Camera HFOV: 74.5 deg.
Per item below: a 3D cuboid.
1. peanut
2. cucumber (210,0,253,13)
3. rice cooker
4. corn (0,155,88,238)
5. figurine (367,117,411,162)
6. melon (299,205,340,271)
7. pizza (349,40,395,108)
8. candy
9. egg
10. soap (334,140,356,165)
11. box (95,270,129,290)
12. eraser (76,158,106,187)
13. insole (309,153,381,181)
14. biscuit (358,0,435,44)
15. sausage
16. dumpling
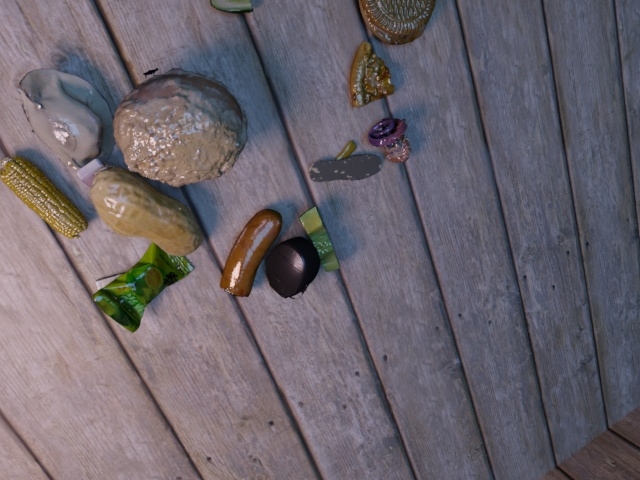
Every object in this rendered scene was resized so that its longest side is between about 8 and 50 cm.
[{"bbox_3d":[-0.427,-0.062,1.060,0.313,0.149,0.149,34,88,-42],"label":"peanut"},{"bbox_3d":[-0.231,-0.612,1.084,0.108,0.035,0.067,-10,87,-17],"label":"cucumber"},{"bbox_3d":[-0.079,0.079,1.217,0.118,0.142,0.203,-32,158,-43],"label":"rice cooker"},{"bbox_3d":[-0.662,-0.102,1.010,0.080,0.080,0.238,-42,111,-8],"label":"corn"},{"bbox_3d":[0.222,-0.310,1.291,0.157,0.126,0.114,26,49,-47],"label":"figurine"},{"bbox_3d":[0.000,0.000,1.264,0.064,0.118,0.209,-23,97,0],"label":"melon"},{"bbox_3d":[0.158,-0.471,1.249,0.161,0.062,0.181,17,94,-28],"label":"pizza"},{"bbox_3d":[-0.466,0.111,1.127,0.246,0.069,0.149,-48,122,-24],"label":"candy"},{"bbox_3d":[-0.323,-0.266,1.008,0.311,0.279,0.279,-20,108,-20],"label":"egg"},{"bbox_3d":[0.077,-0.265,1.288,0.034,0.012,0.089,39,87,-27],"label":"soap"},{"bbox_3d":[-0.550,0.120,1.130,0.083,0.024,0.054,-17,109,-18],"label":"box"},{"bbox_3d":[-0.539,-0.153,1.034,0.065,0.105,0.026,-41,73,-10],"label":"eraser"},{"bbox_3d":[0.080,-0.220,1.292,0.248,0.011,0.081,-9,119,-21],"label":"insole"},{"bbox_3d":[0.221,-0.702,1.212,0.259,0.079,0.259,-4,101,-20],"label":"biscuit"},{"bbox_3d":[-0.198,0.030,1.204,0.109,0.109,0.270,28,91,-24],"label":"sausage"},{"bbox_3d":[-0.569,-0.281,0.984,0.172,0.142,0.247,-49,136,-34],"label":"dumpling"}]
